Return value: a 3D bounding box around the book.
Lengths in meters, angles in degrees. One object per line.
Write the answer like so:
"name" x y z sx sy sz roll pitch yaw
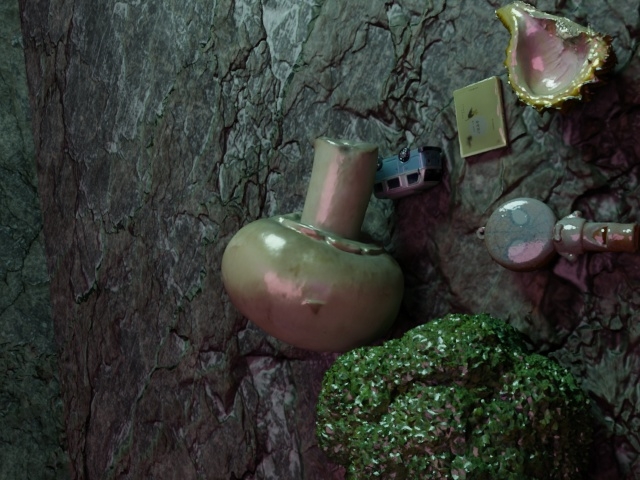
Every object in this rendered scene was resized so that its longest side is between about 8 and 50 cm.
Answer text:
"book" 0.246 -0.190 0.961 0.077 0.014 0.111 -11 81 43

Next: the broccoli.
"broccoli" 0.187 0.278 0.823 0.413 0.310 0.321 36 125 0

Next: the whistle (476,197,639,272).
"whistle" 0.322 -0.006 0.862 0.220 0.057 0.107 1 76 39

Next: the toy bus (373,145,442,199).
"toy bus" 0.141 -0.110 1.028 0.123 0.060 0.074 -12 85 44

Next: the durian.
"durian" 0.318 -0.260 0.860 0.140 0.078 0.224 -61 41 39

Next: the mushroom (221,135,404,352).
"mushroom" 0.000 0.000 1.005 0.314 0.314 0.336 19 102 42
